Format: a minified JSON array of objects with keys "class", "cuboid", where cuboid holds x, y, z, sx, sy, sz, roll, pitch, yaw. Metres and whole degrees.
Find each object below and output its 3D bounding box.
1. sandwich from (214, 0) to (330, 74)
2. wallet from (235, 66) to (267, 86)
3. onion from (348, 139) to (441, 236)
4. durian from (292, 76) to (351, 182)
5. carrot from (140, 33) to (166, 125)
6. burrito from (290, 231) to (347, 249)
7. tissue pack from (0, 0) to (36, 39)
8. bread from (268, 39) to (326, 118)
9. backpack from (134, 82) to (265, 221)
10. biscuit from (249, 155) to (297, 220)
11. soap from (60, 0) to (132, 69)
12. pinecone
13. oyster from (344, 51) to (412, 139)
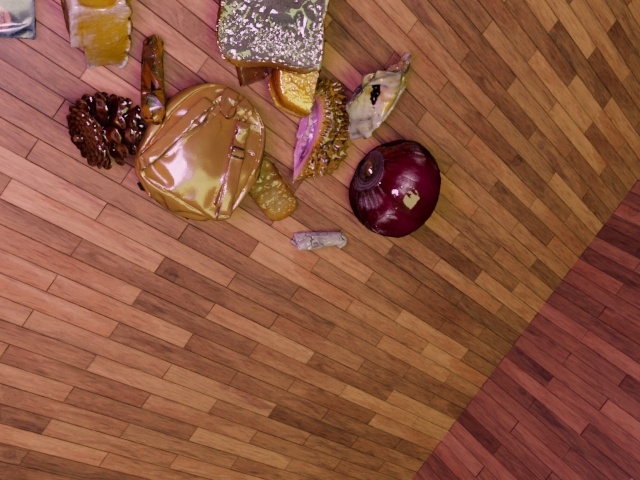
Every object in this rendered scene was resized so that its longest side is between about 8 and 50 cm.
[{"class":"sandwich","cuboid":[-0.126,-0.589,1.799,0.300,0.099,0.272,4,101,-7]},{"class":"wallet","cuboid":[-0.206,-0.530,1.911,0.095,0.026,0.176,-26,126,-20]},{"class":"onion","cuboid":[0.264,-0.169,2.251,0.337,0.260,0.282,-49,124,1]},{"class":"durian","cuboid":[0.027,-0.331,2.105,0.191,0.112,0.342,1,111,-30]},{"class":"carrot","cuboid":[-0.433,-0.415,1.756,0.068,0.069,0.229,2,82,-32]},{"class":"burrito","cuboid":[0.000,0.000,2.297,0.203,0.064,0.064,-1,115,-30]},{"class":"tissue pack","cuboid":[-0.753,-0.609,1.484,0.227,0.103,0.316,-7,119,-30]},{"class":"bread","cuboid":[-0.071,-0.474,1.941,0.139,0.143,0.229,10,97,-22]},{"class":"backpack","cuboid":[-0.318,-0.239,1.879,0.353,0.201,0.378,41,84,-26]},{"class":"biscuit","cuboid":[-0.161,-0.161,2.134,0.118,0.029,0.247,-35,128,-3]},{"class":"soap","cuboid":[-0.556,-0.632,1.635,0.169,0.304,0.339,-12,80,-20]},{"class":"pinecone","cuboid":[-0.542,-0.289,1.732,0.207,0.207,0.208,-14,121,-25]},{"class":"oyster","cuboid":[0.171,-0.456,2.111,0.271,0.100,0.275,-24,144,-53]}]
